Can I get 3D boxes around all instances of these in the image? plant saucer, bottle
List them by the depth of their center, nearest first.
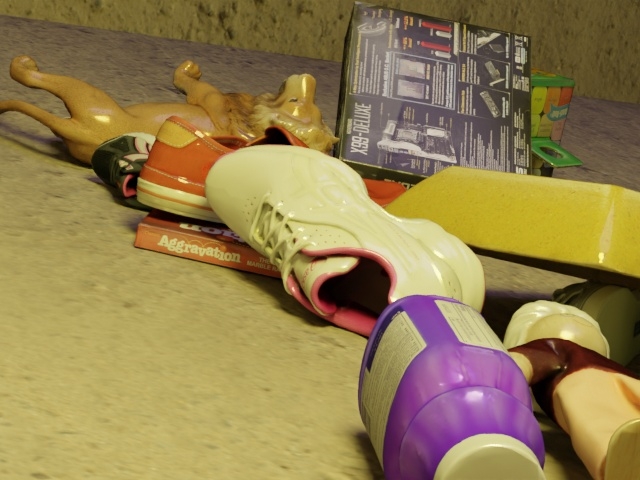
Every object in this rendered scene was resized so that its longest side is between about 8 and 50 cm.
[{"bbox_3d":[0.087,0.120,1.224,0.092,0.118,0.283,11,10,-8],"label":"bottle"},{"bbox_3d":[0.272,-0.003,1.787,0.333,0.081,0.333,12,-1,-37],"label":"plant saucer"}]

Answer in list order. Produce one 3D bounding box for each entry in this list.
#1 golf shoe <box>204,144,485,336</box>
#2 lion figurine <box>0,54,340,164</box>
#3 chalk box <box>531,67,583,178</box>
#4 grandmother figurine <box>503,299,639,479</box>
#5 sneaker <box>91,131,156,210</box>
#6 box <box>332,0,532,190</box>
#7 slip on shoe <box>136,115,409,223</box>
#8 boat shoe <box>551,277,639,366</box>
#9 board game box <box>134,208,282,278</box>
[{"bbox_3d":[0.000,0.000,1.701,0.306,0.115,0.140,27,26,28],"label":"golf shoe"},{"bbox_3d":[-0.192,-0.131,2.208,0.392,0.142,0.240,-9,27,-24],"label":"lion figurine"},{"bbox_3d":[0.232,-0.163,2.626,0.289,0.179,0.180,20,14,32],"label":"chalk box"},{"bbox_3d":[0.217,0.124,1.392,0.208,0.104,0.342,35,6,-18],"label":"grandmother figurine"},{"bbox_3d":[-0.194,-0.071,2.003,0.077,0.072,0.178,-14,21,-43],"label":"sneaker"},{"bbox_3d":[0.143,-0.158,2.363,0.242,0.076,0.307,10,47,-6],"label":"box"},{"bbox_3d":[-0.032,-0.064,1.920,0.331,0.101,0.123,8,9,-34],"label":"slip on shoe"},{"bbox_3d":[0.257,0.076,1.761,0.081,0.079,0.227,9,3,21],"label":"boat shoe"},{"bbox_3d":[-0.036,0.012,1.863,0.281,0.027,0.145,13,12,1],"label":"board game box"}]
